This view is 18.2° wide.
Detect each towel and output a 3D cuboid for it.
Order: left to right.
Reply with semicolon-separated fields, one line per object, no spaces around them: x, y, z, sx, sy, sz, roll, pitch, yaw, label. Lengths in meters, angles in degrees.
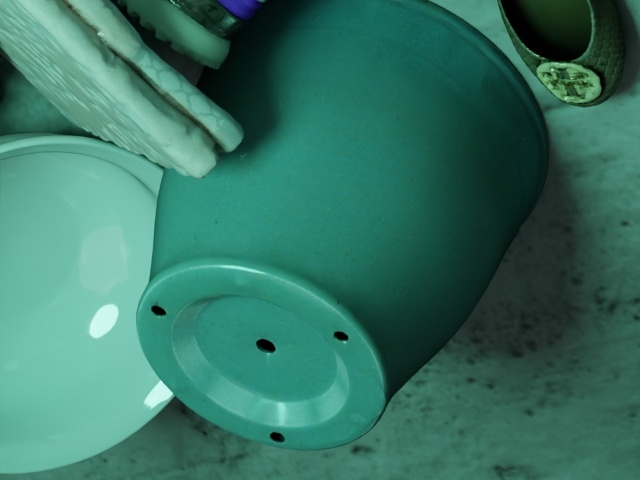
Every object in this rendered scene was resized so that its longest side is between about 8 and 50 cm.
-0.216;-0.181;1.366;0.317;0.053;0.332;46;171;-24;towel

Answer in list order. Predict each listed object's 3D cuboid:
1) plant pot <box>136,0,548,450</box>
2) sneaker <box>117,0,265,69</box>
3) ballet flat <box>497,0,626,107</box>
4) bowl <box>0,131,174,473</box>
0.000;0.000;1.419;0.271;0.255;0.272;13;138;13;plant pot
-0.132;-0.261;1.343;0.293;0.102;0.146;42;103;8;sneaker
0.141;-0.180;1.312;0.084;0.058;0.250;1;133;26;ballet flat
-0.241;0.029;1.613;0.297;0.134;0.298;-11;120;-20;bowl
